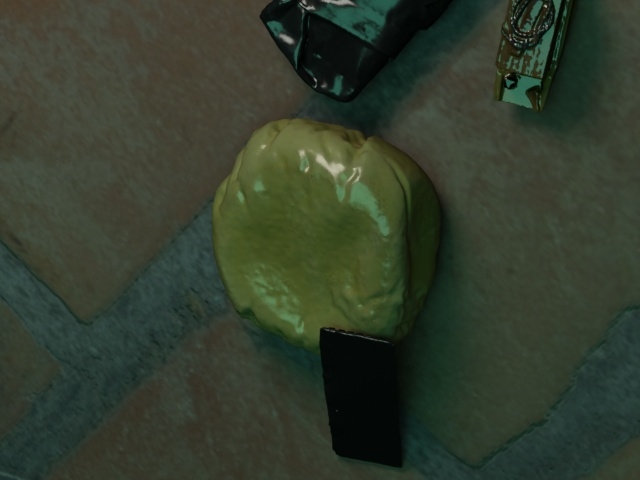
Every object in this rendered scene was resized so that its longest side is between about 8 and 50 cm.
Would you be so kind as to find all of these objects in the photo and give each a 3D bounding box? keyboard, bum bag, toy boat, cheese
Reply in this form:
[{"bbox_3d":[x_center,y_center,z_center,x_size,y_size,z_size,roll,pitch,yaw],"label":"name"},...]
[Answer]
[{"bbox_3d":[0.040,0.150,1.640,0.074,0.015,0.196,7,139,12],"label":"keyboard"},{"bbox_3d":[0.063,-0.239,1.567,0.248,0.060,0.123,-44,87,21],"label":"bum bag"},{"bbox_3d":[0.193,-0.212,1.522,0.057,0.077,0.200,16,107,14],"label":"toy boat"},{"bbox_3d":[0.000,0.000,1.619,0.214,0.117,0.226,14,111,20],"label":"cheese"}]
